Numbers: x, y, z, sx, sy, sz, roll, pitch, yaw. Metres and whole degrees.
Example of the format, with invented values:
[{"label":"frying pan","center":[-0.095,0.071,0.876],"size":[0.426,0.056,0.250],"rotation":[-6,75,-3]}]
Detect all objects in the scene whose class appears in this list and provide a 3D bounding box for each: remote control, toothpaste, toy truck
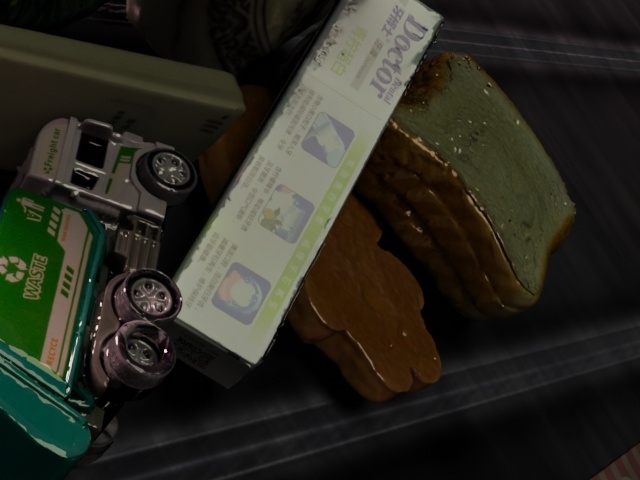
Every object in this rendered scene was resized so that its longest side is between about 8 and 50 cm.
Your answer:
[{"label":"remote control","center":[-0.188,-0.091,0.825],"size":[0.285,0.123,0.038],"rotation":[6,56,-43]},{"label":"toothpaste","center":[-0.014,-0.054,0.925],"size":[0.081,0.067,0.336],"rotation":[32,61,-8]},{"label":"toy truck","center":[-0.154,0.038,0.769],"size":[0.124,0.114,0.253],"rotation":[21,45,-21]}]

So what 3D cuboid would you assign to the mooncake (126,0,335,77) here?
[{"label":"mooncake","center":[-0.034,-0.251,1.016],"size":[0.136,0.250,0.254],"rotation":[36,40,8]}]

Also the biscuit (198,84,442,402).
[{"label":"biscuit","center":[-0.001,0.000,1.021],"size":[0.288,0.044,0.202],"rotation":[60,30,8]}]

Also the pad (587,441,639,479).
[{"label":"pad","center":[0.282,0.304,1.120],"size":[0.300,0.005,0.202],"rotation":[-14,72,-52]}]

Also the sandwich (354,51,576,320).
[{"label":"sandwich","center":[0.137,-0.055,1.157],"size":[0.226,0.087,0.251],"rotation":[56,29,-7]}]

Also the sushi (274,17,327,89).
[{"label":"sushi","center":[0.019,-0.148,1.088],"size":[0.078,0.090,0.150],"rotation":[42,20,-3]}]

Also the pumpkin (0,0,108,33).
[{"label":"pumpkin","center":[-0.239,-0.251,0.844],"size":[0.263,0.197,0.293],"rotation":[48,41,17]}]
